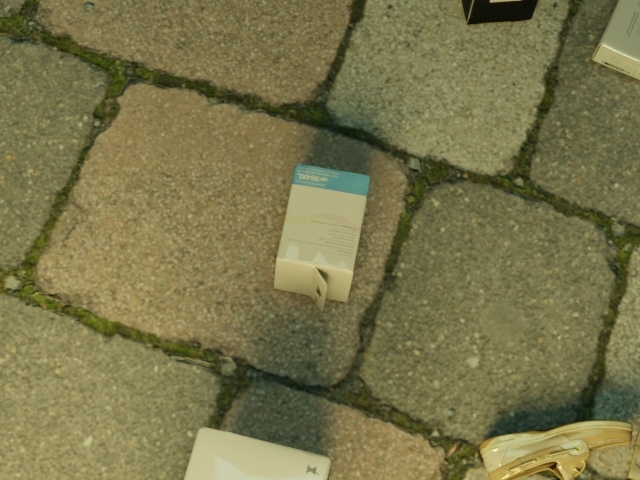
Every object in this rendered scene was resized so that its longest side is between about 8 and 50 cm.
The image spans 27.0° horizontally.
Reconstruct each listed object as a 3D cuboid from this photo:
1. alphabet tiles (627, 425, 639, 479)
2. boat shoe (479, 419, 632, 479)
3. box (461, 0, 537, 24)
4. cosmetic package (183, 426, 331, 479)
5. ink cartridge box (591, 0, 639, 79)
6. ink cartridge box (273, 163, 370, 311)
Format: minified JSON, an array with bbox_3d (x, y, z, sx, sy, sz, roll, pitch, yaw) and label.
[{"bbox_3d":[0.468,0.193,1.508,0.198,0.009,0.237,17,61,7],"label":"alphabet tiles"},{"bbox_3d":[0.262,0.236,1.463,0.170,0.063,0.059,-10,68,2],"label":"boat shoe"},{"bbox_3d":[0.228,-0.385,1.693,0.093,0.156,0.158,-5,65,-7],"label":"box"},{"bbox_3d":[-0.082,0.331,1.303,0.138,0.224,0.224,14,64,2],"label":"cosmetic package"},{"bbox_3d":[0.492,-0.283,1.724,0.224,0.045,0.223,24,66,7],"label":"ink cartridge box"},{"bbox_3d":[0.000,0.000,1.535,0.090,0.092,0.143,11,64,2],"label":"ink cartridge box"}]
